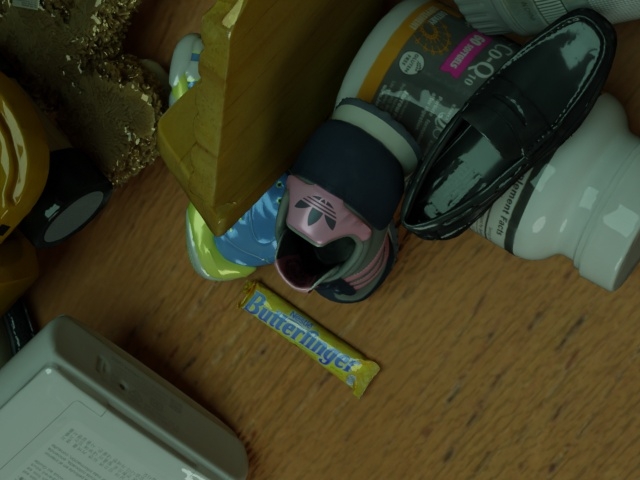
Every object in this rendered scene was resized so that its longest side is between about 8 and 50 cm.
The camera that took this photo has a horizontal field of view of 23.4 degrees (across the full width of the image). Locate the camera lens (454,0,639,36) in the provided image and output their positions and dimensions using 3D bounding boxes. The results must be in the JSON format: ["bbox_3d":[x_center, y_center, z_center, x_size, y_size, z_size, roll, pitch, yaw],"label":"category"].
[{"bbox_3d":[0.242,-0.283,1.216,0.274,0.219,0.219,-8,95,26],"label":"camera lens"}]

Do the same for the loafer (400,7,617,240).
[{"bbox_3d":[0.144,-0.086,1.197,0.076,0.078,0.223,45,109,12],"label":"loafer"}]

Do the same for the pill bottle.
[{"bbox_3d":[0.162,-0.081,1.322,0.278,0.162,0.162,31,110,17],"label":"pill bottle"}]

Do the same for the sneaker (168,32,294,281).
[{"bbox_3d":[-0.071,-0.082,1.482,0.126,0.091,0.240,-4,102,11],"label":"sneaker"}]

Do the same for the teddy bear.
[{"bbox_3d":[-0.252,-0.214,1.517,0.338,0.113,0.245,38,120,17],"label":"teddy bear"}]

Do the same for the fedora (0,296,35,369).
[{"bbox_3d":[-0.464,0.122,1.650,0.334,0.152,0.334,4,101,25],"label":"fedora"}]

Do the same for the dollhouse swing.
[{"bbox_3d":[-0.106,-0.264,1.282,0.305,0.315,0.347,34,148,14],"label":"dollhouse swing"}]

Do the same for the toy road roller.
[{"bbox_3d":[-0.380,-0.026,1.420,0.329,0.240,0.202,-45,79,23],"label":"toy road roller"}]

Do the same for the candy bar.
[{"bbox_3d":[-0.014,0.093,1.512,0.161,0.018,0.040,35,111,15],"label":"candy bar"}]

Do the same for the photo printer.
[{"bbox_3d":[-0.264,0.245,1.553,0.256,0.107,0.307,38,117,-21],"label":"photo printer"}]

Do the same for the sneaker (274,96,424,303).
[{"bbox_3d":[0.000,0.000,1.336,0.112,0.319,0.131,32,68,12],"label":"sneaker"}]
